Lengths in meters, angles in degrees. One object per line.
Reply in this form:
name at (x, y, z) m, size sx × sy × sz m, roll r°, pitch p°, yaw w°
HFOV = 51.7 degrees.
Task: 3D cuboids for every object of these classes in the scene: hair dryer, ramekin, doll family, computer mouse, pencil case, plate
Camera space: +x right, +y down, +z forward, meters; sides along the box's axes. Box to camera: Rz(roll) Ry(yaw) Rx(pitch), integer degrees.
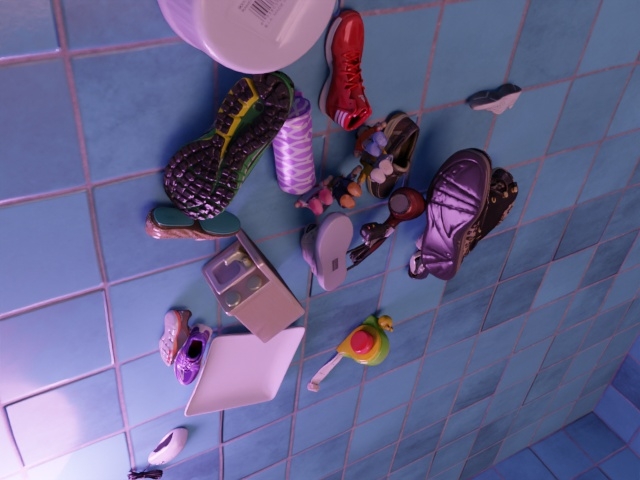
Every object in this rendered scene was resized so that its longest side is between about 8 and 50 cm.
hair dryer at (0.159, -0.047, 1.604) m, size 0.293 × 0.080 × 0.223 m, roll -31°, pitch 168°, yaw -30°
ramekin at (-0.106, -0.400, 1.037) m, size 0.277 × 0.135 × 0.277 m, roll -22°, pitch 138°, yaw -21°
doll family at (0.070, -0.133, 1.419) m, size 0.263 × 0.163 × 0.118 m, roll -45°, pitch 108°, yaw 6°
computer mouse at (-0.424, 0.582, 1.779) m, size 0.193 × 0.042 × 0.106 m, roll -49°, pitch 139°, yaw 11°
pencil case at (-0.050, -0.187, 1.324) m, size 0.206 × 0.086 × 0.088 m, roll 88°, pitch 27°, yaw -46°
plate at (-0.201, 0.327, 1.716) m, size 0.278 × 0.045 × 0.277 m, roll -1°, pitch 126°, yaw -38°

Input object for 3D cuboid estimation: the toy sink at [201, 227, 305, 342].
toy sink at (-0.160, 0.096, 1.447) m, size 0.131 × 0.153 × 0.234 m, roll -37°, pitch 142°, yaw -3°

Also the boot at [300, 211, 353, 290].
boot at (0.000, 0.000, 1.497) m, size 0.095 × 0.123 × 0.258 m, roll -27°, pitch 147°, yaw -23°

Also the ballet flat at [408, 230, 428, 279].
ballet flat at (0.287, 0.030, 1.806) m, size 0.074 × 0.074 × 0.203 m, roll -10°, pitch 135°, yaw -31°

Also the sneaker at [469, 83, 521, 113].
sneaker at (0.418, -0.328, 1.585) m, size 0.152 × 0.054 × 0.061 m, roll -18°, pitch 139°, yaw -25°

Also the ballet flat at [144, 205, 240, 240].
ballet flat at (-0.260, -0.032, 1.329) m, size 0.206 × 0.073 × 0.067 m, roll 7°, pitch 149°, yaw -39°

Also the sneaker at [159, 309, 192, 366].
sneaker at (-0.323, 0.223, 1.511) m, size 0.065 × 0.061 × 0.158 m, roll -11°, pitch 133°, yaw -40°

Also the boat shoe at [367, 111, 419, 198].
boat shoe at (0.168, -0.180, 1.508) m, size 0.080 × 0.073 × 0.223 m, roll -13°, pitch 135°, yaw -33°

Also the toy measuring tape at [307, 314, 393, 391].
toy measuring tape at (0.100, 0.350, 1.922) m, size 0.330 × 0.121 × 0.121 m, roll -48°, pitch 140°, yaw 10°

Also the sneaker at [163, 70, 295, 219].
sneaker at (-0.157, -0.168, 1.217) m, size 0.343 × 0.134 × 0.146 m, roll -42°, pitch -175°, yaw 25°

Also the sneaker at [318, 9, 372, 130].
sneaker at (0.068, -0.313, 1.261) m, size 0.087 × 0.128 × 0.221 m, roll -17°, pitch 136°, yaw -25°

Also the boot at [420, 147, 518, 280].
boot at (0.386, -0.107, 1.642) m, size 0.284 × 0.138 × 0.377 m, roll -37°, pitch 144°, yaw -38°

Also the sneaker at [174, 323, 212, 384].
sneaker at (-0.306, 0.274, 1.549) m, size 0.068 × 0.071 × 0.170 m, roll 18°, pitch 114°, yaw -5°
